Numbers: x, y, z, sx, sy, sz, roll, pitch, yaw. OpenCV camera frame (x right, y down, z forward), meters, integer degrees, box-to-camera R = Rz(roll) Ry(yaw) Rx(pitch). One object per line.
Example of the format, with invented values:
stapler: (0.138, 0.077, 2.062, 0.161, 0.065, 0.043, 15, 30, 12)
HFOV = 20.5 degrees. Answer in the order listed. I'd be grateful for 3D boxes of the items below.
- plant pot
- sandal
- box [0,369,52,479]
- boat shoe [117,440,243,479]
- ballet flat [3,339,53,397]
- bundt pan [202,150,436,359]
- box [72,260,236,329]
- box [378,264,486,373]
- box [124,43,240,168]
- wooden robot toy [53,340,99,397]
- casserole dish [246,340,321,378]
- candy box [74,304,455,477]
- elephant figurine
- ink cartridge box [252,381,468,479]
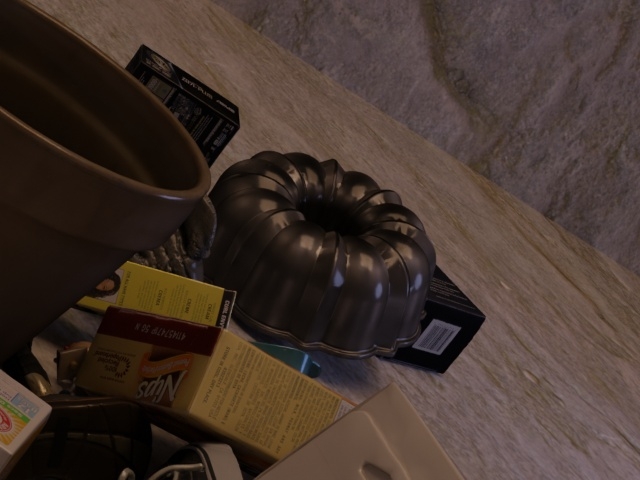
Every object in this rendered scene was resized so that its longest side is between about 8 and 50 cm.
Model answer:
plant pot: (-0.299, -0.031, 1.474, 0.323, 0.280, 0.323, 35, 14, -10)
sandal: (-0.224, 0.167, 1.478, 0.060, 0.090, 0.219, 21, 8, 40)
box: (-0.319, 0.121, 1.313, 0.203, 0.103, 0.114, 36, 14, -3)
boat shoe: (-0.120, 0.235, 1.421, 0.105, 0.113, 0.306, 8, 14, -13)
ballet flat: (-0.263, 0.099, 1.591, 0.049, 0.057, 0.173, -14, 33, -15)
bundt pan: (0.000, 0.000, 2.199, 0.330, 0.124, 0.331, 19, 29, -11)
box: (-0.207, 0.046, 1.742, 0.232, 0.058, 0.087, 16, -6, -21)
box: (0.099, 0.070, 2.428, 0.153, 0.108, 0.207, 19, 23, -49)
box: (-0.207, -0.120, 2.156, 0.147, 0.180, 0.077, 32, 17, -16)
wooden robot toy: (-0.204, 0.114, 1.679, 0.173, 0.076, 0.079, 21, 11, -48)
casserole dish: (-0.094, 0.131, 1.765, 0.188, 0.037, 0.114, 8, -22, -2)
candy box: (-0.048, 0.168, 1.629, 0.316, 0.088, 0.183, 32, -15, -38)
elephant figurine: (-0.173, 0.006, 1.867, 0.186, 0.169, 0.239, 32, 11, -41)
ink cartridge box: (0.072, 0.273, 1.483, 0.171, 0.168, 0.233, 53, -2, 45)
